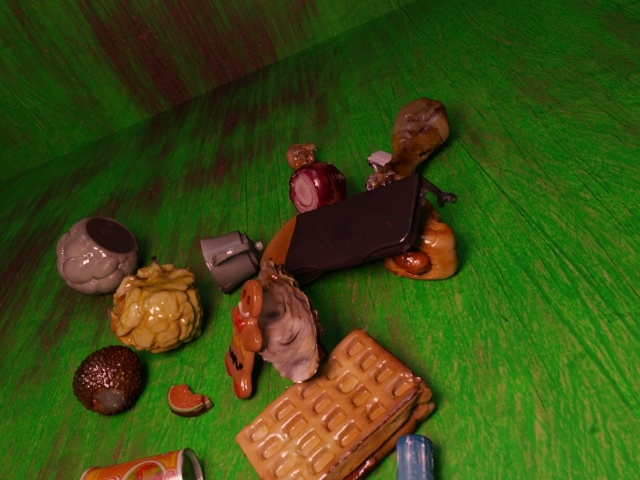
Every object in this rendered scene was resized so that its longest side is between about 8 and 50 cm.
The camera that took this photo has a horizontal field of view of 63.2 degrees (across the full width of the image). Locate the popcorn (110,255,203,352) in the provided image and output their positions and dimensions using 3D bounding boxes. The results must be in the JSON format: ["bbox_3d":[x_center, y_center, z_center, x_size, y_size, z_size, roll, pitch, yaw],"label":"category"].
[{"bbox_3d":[-0.407,0.162,1.298,0.249,0.226,0.249,3,12,-1],"label":"popcorn"}]

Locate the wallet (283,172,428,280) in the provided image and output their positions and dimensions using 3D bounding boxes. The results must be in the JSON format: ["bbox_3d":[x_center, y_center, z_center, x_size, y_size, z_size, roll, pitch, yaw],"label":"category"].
[{"bbox_3d":[0.067,-0.024,1.181,0.377,0.051,0.197,-18,47,39],"label":"wallet"}]

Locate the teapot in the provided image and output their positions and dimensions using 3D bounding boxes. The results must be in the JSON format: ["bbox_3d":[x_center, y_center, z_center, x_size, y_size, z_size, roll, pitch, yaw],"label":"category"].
[{"bbox_3d":[-0.221,0.042,1.388,0.148,0.163,0.239,-24,-8,-3],"label":"teapot"}]

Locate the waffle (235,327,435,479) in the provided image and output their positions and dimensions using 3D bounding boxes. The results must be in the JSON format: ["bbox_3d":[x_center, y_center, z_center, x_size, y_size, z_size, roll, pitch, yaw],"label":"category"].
[{"bbox_3d":[0.023,0.327,0.939,0.327,0.098,0.224,-39,36,-13],"label":"waffle"}]

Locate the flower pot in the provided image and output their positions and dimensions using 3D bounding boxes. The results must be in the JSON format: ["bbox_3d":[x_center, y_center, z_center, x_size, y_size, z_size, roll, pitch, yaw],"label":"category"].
[{"bbox_3d":[-0.694,0.051,1.626,0.195,0.246,0.246,-50,28,24],"label":"flower pot"}]

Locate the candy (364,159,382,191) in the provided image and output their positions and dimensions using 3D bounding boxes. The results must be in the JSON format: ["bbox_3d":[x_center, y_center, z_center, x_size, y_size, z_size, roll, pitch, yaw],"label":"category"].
[{"bbox_3d":[0.153,-0.159,1.473,0.051,0.094,0.226,-27,25,32],"label":"candy"}]

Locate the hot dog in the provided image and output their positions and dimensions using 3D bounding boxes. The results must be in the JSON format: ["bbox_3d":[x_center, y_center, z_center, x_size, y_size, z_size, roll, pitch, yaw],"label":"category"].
[{"bbox_3d":[0.204,-0.008,1.203,0.153,0.150,0.257,-17,36,-3],"label":"hot dog"}]

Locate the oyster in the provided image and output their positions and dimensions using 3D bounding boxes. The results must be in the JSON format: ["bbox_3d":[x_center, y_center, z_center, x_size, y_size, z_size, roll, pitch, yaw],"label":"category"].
[{"bbox_3d":[-0.075,0.138,1.093,0.110,0.205,0.396,2,10,-22],"label":"oyster"}]

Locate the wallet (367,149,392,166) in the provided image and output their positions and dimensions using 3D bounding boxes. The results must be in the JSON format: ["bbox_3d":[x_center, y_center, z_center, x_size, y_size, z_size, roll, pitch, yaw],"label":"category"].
[{"bbox_3d":[0.201,-0.245,1.588,0.061,0.025,0.122,-27,34,-19],"label":"wallet"}]

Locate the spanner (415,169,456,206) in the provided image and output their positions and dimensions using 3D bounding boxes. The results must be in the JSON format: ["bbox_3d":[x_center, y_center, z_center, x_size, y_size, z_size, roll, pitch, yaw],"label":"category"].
[{"bbox_3d":[0.292,-0.156,1.433,0.054,0.015,0.254,-30,35,-4],"label":"spanner"}]

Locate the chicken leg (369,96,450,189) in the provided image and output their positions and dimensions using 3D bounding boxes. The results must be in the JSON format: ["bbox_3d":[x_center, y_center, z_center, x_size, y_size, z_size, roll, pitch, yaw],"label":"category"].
[{"bbox_3d":[0.253,-0.265,1.478,0.201,0.153,0.429,-3,42,38],"label":"chicken leg"}]

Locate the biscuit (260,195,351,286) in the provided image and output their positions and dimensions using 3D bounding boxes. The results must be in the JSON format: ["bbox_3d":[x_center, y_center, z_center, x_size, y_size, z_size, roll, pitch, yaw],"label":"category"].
[{"bbox_3d":[0.001,0.001,1.388,0.287,0.057,0.344,6,47,37],"label":"biscuit"}]

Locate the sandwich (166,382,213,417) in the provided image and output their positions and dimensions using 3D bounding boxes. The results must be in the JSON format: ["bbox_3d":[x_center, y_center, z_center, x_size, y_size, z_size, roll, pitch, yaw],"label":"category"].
[{"bbox_3d":[-0.301,0.360,1.160,0.135,0.029,0.067,9,44,41],"label":"sandwich"}]

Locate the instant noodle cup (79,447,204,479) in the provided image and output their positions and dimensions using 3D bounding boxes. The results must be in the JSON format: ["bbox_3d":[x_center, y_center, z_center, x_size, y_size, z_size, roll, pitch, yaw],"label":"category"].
[{"bbox_3d":[-0.317,0.464,0.946,0.184,0.169,0.168,-19,35,-1],"label":"instant noodle cup"}]

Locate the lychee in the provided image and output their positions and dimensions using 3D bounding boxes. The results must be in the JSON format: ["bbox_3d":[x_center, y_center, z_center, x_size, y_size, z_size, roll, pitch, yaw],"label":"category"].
[{"bbox_3d":[-0.499,0.324,1.233,0.171,0.171,0.171,-18,37,14],"label":"lychee"}]

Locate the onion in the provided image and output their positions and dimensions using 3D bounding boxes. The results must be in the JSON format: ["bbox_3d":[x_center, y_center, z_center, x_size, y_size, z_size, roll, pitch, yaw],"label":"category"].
[{"bbox_3d":[0.018,-0.115,1.368,0.135,0.173,0.198,-34,78,-29],"label":"onion"}]

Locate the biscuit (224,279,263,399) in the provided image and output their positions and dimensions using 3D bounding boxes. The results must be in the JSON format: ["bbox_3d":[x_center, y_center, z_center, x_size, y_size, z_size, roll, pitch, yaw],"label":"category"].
[{"bbox_3d":[-0.168,0.201,1.118,0.036,0.250,0.165,4,19,-27],"label":"biscuit"}]

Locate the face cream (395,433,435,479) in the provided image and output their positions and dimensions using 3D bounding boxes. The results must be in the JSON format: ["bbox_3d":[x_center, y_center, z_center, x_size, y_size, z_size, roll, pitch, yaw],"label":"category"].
[{"bbox_3d":[0.136,0.442,0.730,0.162,0.080,0.337,-14,37,19],"label":"face cream"}]

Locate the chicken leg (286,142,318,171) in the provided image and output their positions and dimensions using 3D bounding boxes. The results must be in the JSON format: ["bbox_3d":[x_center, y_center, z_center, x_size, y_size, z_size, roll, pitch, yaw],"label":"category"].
[{"bbox_3d":[-0.037,-0.258,1.725,0.101,0.085,0.207,-27,42,-19],"label":"chicken leg"}]
